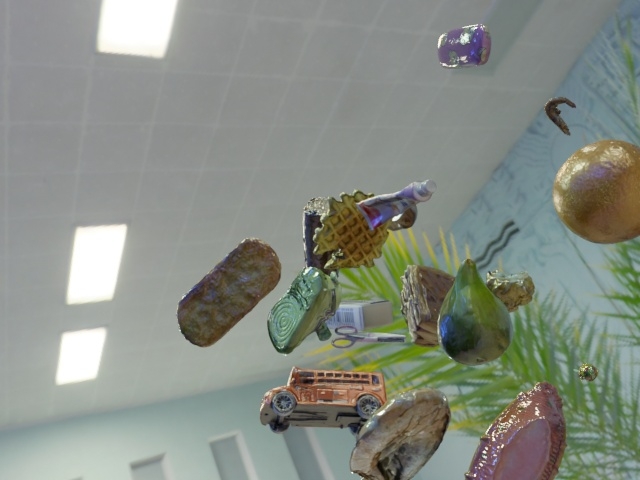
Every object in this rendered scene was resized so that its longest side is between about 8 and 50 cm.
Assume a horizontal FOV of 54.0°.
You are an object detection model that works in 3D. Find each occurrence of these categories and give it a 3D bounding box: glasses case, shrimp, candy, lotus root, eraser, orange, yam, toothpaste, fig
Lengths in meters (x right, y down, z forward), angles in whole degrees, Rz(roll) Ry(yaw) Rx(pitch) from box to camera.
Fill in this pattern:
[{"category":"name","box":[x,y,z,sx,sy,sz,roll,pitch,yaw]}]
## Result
[{"category":"glasses case","box":[0.450,-0.608,1.987,0.076,0.316,0.123,-7,-76,-12]},{"category":"shrimp","box":[0.652,-0.333,1.678,0.023,0.114,0.083,-43,10,-36]},{"category":"candy","box":[0.866,0.434,2.078,0.061,0.060,0.201,-28,-13,2]},{"category":"shrimp","box":[0.149,0.466,1.341,0.221,0.110,0.445,-12,-46,-25]},{"category":"lotus root","box":[0.241,-0.089,1.950,0.122,0.112,0.081,-16,-33,43]},{"category":"eraser","box":[0.095,0.235,1.995,0.124,0.081,0.279,-6,-1,-35]},{"category":"orange","box":[0.731,-0.123,1.605,0.274,0.274,0.274,-19,-31,-12]},{"category":"yam","box":[0.001,0.001,2.105,0.131,0.131,0.279,-16,-53,-18]},{"category":"toothpaste","box":[0.169,-0.085,1.432,0.075,0.048,0.301,35,-22,-13]},{"category":"fig","box":[0.394,0.183,1.664,0.206,0.274,0.206,-14,10,2]}]

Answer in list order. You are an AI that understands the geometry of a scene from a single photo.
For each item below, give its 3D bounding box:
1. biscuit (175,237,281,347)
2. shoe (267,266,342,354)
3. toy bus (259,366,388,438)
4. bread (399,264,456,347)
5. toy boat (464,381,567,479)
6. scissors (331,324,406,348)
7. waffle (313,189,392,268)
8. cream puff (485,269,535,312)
[{"category":"biscuit","box":[-0.177,0.100,1.198,0.247,0.118,0.029,-42,-14,9]},{"category":"shoe","box":[-0.037,0.188,1.600,0.128,0.140,0.262,15,-62,-26]},{"category":"toy bus","box":[0.006,0.423,1.668,0.330,0.153,0.143,3,-40,-7]},{"category":"bread","box":[0.406,0.248,2.167,0.325,0.277,0.167,21,-45,-31]},{"category":"toy boat","box":[0.341,0.388,1.106,0.318,0.141,0.099,-54,-12,-12]},{"category":"scissors","box":[0.116,0.231,1.495,0.176,0.085,0.022,0,-61,13]},{"category":"waffle","box":[0.096,-0.027,1.810,0.261,0.056,0.249,2,-66,-30]},{"category":"cream puff","box":[0.574,0.160,1.909,0.121,0.156,0.156,-55,-3,-47]}]
